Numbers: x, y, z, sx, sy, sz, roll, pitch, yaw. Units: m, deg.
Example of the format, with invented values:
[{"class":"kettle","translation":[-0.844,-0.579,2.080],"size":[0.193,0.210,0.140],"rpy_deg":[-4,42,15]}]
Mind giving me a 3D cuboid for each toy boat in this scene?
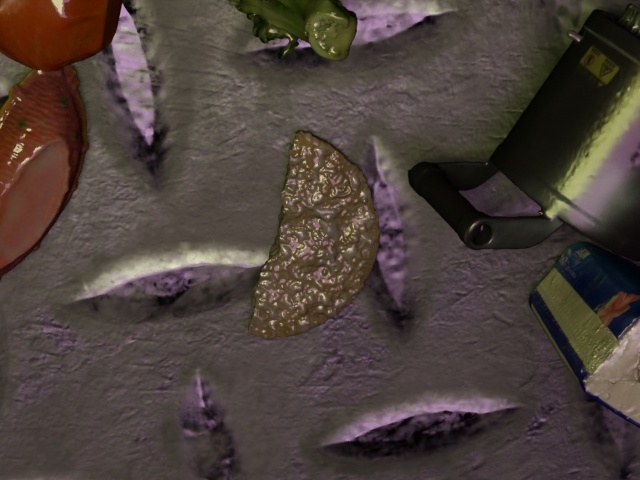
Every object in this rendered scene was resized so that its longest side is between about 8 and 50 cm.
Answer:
[{"class":"toy boat","translation":[-0.339,-0.058,1.966],"size":[0.141,0.099,0.318],"rpy_deg":[15,108,-40]}]

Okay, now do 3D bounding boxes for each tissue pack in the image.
[{"class":"tissue pack","translation":[0.368,0.115,2.005],"size":[0.209,0.270,0.137],"rpy_deg":[28,103,-14]}]

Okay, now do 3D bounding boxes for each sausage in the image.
[{"class":"sausage","translation":[-0.268,-0.309,1.856],"size":[0.141,0.153,0.268],"rpy_deg":[15,103,3]}]

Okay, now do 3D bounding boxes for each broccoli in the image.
[{"class":"broccoli","translation":[-0.032,-0.261,1.825],"size":[0.165,0.304,0.145],"rpy_deg":[34,101,-32]}]

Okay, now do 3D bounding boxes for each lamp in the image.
[{"class":"lamp","translation":[0.321,-0.126,1.953],"size":[0.374,0.205,0.272],"rpy_deg":[6,113,-26]}]

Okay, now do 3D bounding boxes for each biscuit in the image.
[{"class":"biscuit","translation":[0.002,0.004,2.053],"size":[0.133,0.032,0.250],"rpy_deg":[11,105,-11]}]
